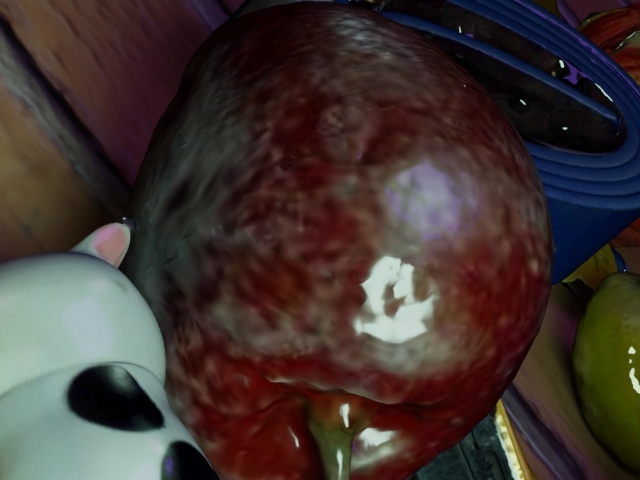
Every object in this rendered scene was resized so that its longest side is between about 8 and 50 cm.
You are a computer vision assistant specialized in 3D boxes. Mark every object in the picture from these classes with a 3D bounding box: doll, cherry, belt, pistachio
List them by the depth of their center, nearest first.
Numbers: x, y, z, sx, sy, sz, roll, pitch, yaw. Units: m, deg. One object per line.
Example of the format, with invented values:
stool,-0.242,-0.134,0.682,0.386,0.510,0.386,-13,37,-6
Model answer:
doll,-0.105,0.086,0.701,0.110,0.107,0.180,-1,50,-35
cherry,0.000,0.000,0.824,0.203,0.230,0.300,7,49,-27
belt,0.089,-0.083,1.150,0.347,0.117,0.212,18,46,-33
pistachio,0.248,0.119,1.267,0.110,0.100,0.189,-35,98,-42

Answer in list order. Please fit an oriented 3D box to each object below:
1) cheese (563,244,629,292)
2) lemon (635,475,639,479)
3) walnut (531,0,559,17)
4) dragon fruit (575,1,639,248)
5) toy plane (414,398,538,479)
cheese,0.183,-0.021,1.353,0.270,0.069,0.177,38,30,-31
lemon,0.242,0.254,0.961,0.204,0.204,0.260,12,45,-55
walnut,0.134,-0.182,1.416,0.137,0.137,0.245,57,29,7
dragon fruit,0.305,-0.102,1.476,0.252,0.241,0.241,-4,59,-37
toy plane,0.092,0.138,0.956,0.204,0.103,0.316,70,9,-63
